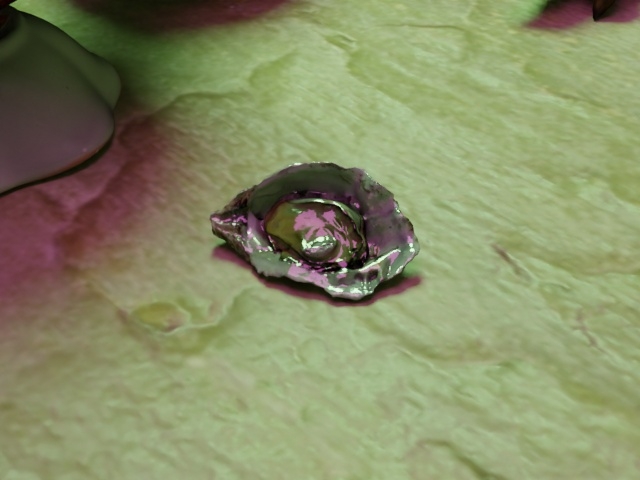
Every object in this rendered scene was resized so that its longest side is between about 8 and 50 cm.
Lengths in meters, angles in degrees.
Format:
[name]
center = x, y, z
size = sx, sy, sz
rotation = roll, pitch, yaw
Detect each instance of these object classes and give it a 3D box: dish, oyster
[dish]
center = -0.251, -0.113, 0.809
size = 0.229, 0.081, 0.229
rotation = -2, 36, 2
[oyster]
center = -0.001, 0.000, 0.678
size = 0.098, 0.037, 0.100
rotation = -32, 62, -6

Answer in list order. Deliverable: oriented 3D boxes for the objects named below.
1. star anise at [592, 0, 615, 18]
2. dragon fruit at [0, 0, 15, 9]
[star anise]
center = 0.242, -0.257, 0.942
size = 0.196, 0.111, 0.212
rotation = 18, 34, 17
[dragon fruit]
center = -0.226, -0.305, 0.758
size = 0.329, 0.329, 0.329
rotation = -3, 36, 2
